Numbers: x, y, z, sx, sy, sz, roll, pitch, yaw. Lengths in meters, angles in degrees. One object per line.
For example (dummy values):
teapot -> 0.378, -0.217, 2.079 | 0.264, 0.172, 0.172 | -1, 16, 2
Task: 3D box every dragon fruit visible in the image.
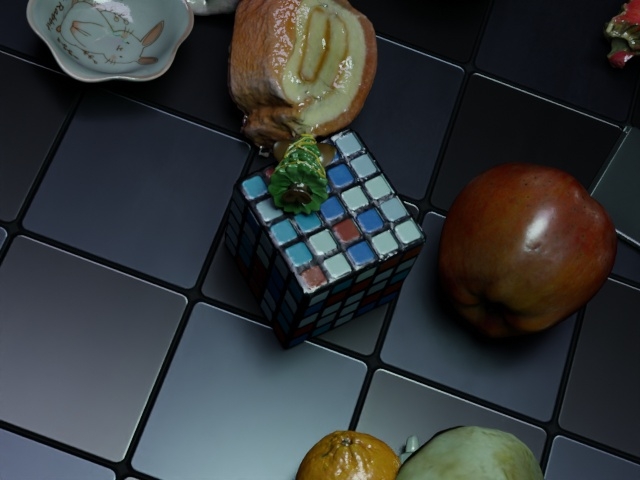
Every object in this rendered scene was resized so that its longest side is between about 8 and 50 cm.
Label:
dragon fruit -> 0.525, -0.308, 2.050 | 0.211, 0.134, 0.262 | -2, 48, 1

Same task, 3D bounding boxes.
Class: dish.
dish -> -0.295, -0.294, 1.899 | 0.229, 0.081, 0.230 | 6, 63, -12

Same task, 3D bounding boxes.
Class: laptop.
laptop -> 0.460, -0.074, 1.972 | 0.129, 0.016, 0.180 | 33, 63, 6

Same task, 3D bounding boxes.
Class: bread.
bread -> -0.027, -0.236, 1.881 | 0.190, 0.123, 0.244 | 20, 71, -33

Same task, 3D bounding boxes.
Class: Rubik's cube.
Rubik's cube -> 0.000, 0.000, 1.749 | 0.184, 0.187, 0.182 | -26, 72, -19

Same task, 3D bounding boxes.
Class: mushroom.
mushroom -> 0.186, 0.331, 1.582 | 0.267, 0.164, 0.190 | -25, 106, -34

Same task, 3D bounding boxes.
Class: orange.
orange -> 0.032, 0.289, 1.642 | 0.135, 0.135, 0.118 | -31, 109, -23

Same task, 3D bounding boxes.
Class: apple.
apple -> 0.269, 0.012, 1.780 | 0.233, 0.234, 0.234 | 5, 63, -9

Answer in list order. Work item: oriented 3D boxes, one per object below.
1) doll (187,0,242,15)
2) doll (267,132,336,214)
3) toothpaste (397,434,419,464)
doll -> -0.160, -0.416, 1.969 | 0.095, 0.149, 0.192 | -3, 65, -59
doll -> -0.022, -0.098, 1.646 | 0.078, 0.077, 0.113 | 5, 62, 3
toothpaste -> 0.110, 0.353, 1.679 | 0.060, 0.038, 0.234 | 6, 66, -5
